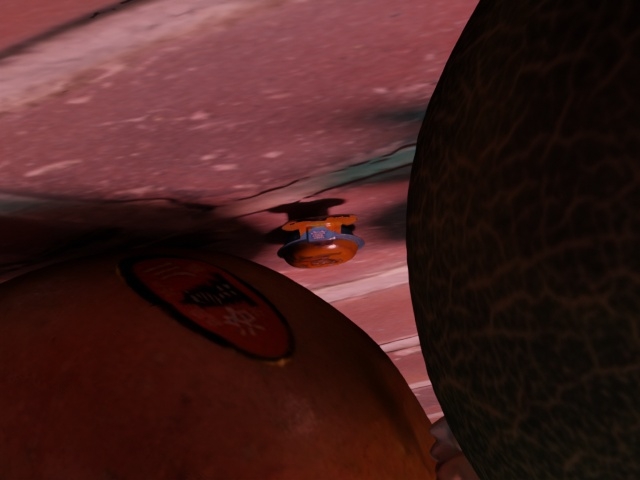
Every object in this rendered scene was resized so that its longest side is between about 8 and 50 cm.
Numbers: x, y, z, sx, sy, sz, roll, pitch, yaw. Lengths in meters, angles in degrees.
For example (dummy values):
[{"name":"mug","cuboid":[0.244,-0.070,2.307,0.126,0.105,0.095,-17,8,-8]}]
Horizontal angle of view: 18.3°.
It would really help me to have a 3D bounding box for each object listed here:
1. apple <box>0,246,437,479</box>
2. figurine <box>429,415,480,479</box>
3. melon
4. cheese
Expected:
[{"name":"apple","cuboid":[-0.074,0.162,1.023,0.338,0.338,0.305,-14,-173,30]},{"name":"figurine","cuboid":[0.148,0.056,1.005,0.166,0.207,0.387,30,179,11]},{"name":"melon","cuboid":[0.140,-0.004,0.535,0.237,0.237,0.302,-5,171,-12]},{"name":"cheese","cuboid":[0.000,-0.001,1.027,0.047,0.017,0.111,-10,169,-1]}]
